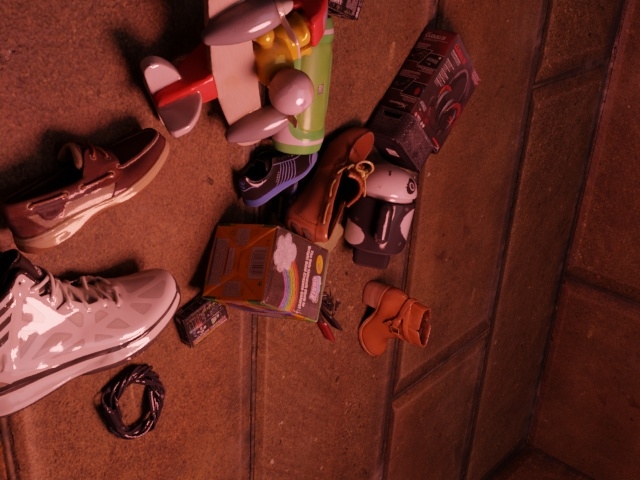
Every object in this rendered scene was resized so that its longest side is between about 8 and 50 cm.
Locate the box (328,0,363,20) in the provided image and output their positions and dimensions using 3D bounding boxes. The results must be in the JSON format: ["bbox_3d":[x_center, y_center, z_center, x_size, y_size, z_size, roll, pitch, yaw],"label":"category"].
[{"bbox_3d":[0.039,-0.595,1.711,0.147,0.077,0.180,2,107,-53],"label":"box"}]

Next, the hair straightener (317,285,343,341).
[{"bbox_3d":[0.015,0.189,2.172,0.089,0.047,0.230,-51,138,-21],"label":"hair straightener"}]

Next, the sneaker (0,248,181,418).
[{"bbox_3d":[-0.451,0.110,1.408,0.447,0.169,0.258,-31,134,-36],"label":"sneaker"}]

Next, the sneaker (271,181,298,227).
[{"bbox_3d":[-0.078,-0.102,1.871,0.059,0.053,0.144,-18,128,-53],"label":"sneaker"}]

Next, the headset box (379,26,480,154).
[{"bbox_3d":[0.313,-0.421,2.137,0.293,0.110,0.218,-59,144,-10],"label":"headset box"}]

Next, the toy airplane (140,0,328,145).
[{"bbox_3d":[-0.140,-0.319,1.464,0.384,0.272,0.386,-58,163,25],"label":"toy airplane"}]

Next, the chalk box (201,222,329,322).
[{"bbox_3d":[-0.104,0.084,1.803,0.289,0.179,0.180,29,68,-55],"label":"chalk box"}]

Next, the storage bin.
[{"bbox_3d":[0.211,-0.269,2.083,0.084,0.122,0.180,-59,144,-10],"label":"storage bin"}]

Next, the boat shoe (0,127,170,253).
[{"bbox_3d":[-0.411,-0.120,1.373,0.342,0.123,0.123,-41,132,-31],"label":"boat shoe"}]

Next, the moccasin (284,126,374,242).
[{"bbox_3d":[0.052,-0.140,1.894,0.380,0.147,0.139,-56,152,-42],"label":"moccasin"}]

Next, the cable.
[{"bbox_3d":[-0.408,0.359,1.722,0.150,0.047,0.184,-47,138,-33],"label":"cable"}]

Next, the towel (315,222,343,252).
[{"bbox_3d":[0.000,0.000,2.049,0.148,0.027,0.110,-54,142,-14],"label":"towel"}]

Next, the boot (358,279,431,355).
[{"bbox_3d":[0.232,0.266,2.334,0.109,0.220,0.283,-26,129,-42],"label":"boot"}]

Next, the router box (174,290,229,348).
[{"bbox_3d":[-0.272,0.174,1.787,0.122,0.038,0.092,-39,136,-32],"label":"router box"}]

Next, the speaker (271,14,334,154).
[{"bbox_3d":[-0.042,-0.346,1.712,0.131,0.131,0.297,-21,125,-45],"label":"speaker"}]

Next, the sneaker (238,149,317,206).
[{"bbox_3d":[-0.095,-0.173,1.779,0.232,0.081,0.090,-43,146,-27],"label":"sneaker"}]

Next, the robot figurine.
[{"bbox_3d":[0.163,-0.066,2.092,0.173,0.209,0.278,-2,112,-38],"label":"robot figurine"}]
